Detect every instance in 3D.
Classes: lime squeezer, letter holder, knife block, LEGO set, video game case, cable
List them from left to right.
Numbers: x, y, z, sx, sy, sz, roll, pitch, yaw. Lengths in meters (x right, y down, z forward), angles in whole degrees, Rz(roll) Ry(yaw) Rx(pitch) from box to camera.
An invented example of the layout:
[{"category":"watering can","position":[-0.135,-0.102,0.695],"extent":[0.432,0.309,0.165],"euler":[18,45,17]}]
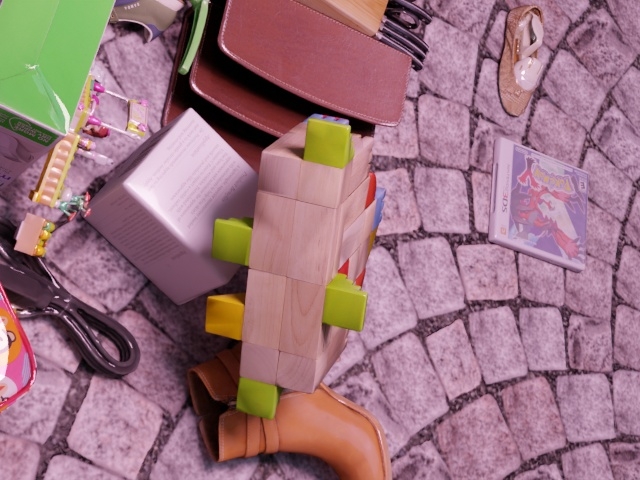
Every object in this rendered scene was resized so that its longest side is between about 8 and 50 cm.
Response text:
[{"category":"cable","position":[-0.348,0.073,1.461],"extent":[0.287,0.072,0.139],"euler":[34,42,-35]},{"category":"LEGO set","position":[-0.285,-0.106,1.456],"extent":[0.107,0.132,0.287],"euler":[20,54,-21]},{"category":"lime squeezer","position":[-0.179,-0.364,1.589],"extent":[0.110,0.059,0.310],"euler":[5,64,-56]},{"category":"letter holder","position":[-0.047,-0.201,1.666],"extent":[0.302,0.152,0.214],"euler":[21,68,-28]},{"category":"knife block","position":[0.037,-0.344,1.798],"extent":[0.276,0.088,0.242],"euler":[-21,88,-37]},{"category":"video game case","position":[0.368,-0.059,1.979],"extent":[0.201,0.023,0.183],"euler":[18,67,-29]}]

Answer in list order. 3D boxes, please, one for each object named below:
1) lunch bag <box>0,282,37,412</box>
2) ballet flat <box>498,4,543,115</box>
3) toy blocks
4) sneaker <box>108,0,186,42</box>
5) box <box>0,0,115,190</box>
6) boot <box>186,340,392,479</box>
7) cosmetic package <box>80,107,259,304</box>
[{"category":"lunch bag","position":[-0.450,0.141,1.232],"extent":[0.293,0.120,0.258],"euler":[-29,94,-39]},{"category":"ballet flat","position":[0.346,-0.313,2.008],"extent":[0.073,0.067,0.206],"euler":[15,69,-31]},{"category":"toy blocks","position":[0.000,0.000,1.477],"extent":[0.261,0.191,0.381],"euler":[-48,148,-64]},{"category":"sneaker","position":[-0.279,-0.331,1.585],"extent":[0.192,0.086,0.064],"euler":[26,19,-33]},{"category":"box","position":[-0.355,-0.222,1.413],"extent":[0.127,0.231,0.261],"euler":[26,64,-26]},{"category":"boot","position":[-0.039,0.253,1.562],"extent":[0.220,0.109,0.283],"euler":[-18,84,-38]},{"category":"cosmetic package","position":[-0.176,-0.040,1.530],"extent":[0.183,0.151,0.151],"euler":[46,57,-14]}]
